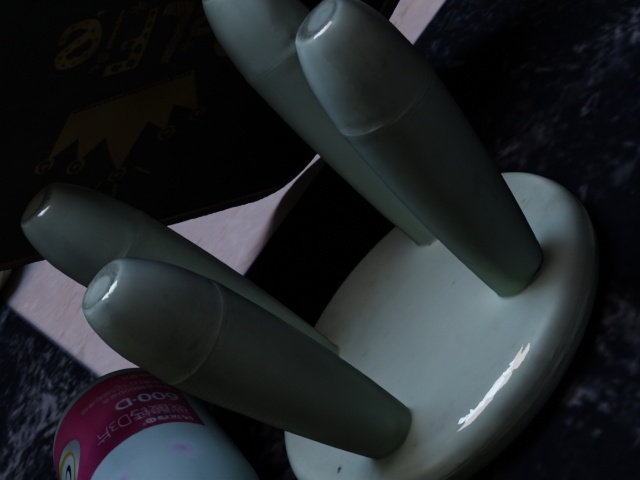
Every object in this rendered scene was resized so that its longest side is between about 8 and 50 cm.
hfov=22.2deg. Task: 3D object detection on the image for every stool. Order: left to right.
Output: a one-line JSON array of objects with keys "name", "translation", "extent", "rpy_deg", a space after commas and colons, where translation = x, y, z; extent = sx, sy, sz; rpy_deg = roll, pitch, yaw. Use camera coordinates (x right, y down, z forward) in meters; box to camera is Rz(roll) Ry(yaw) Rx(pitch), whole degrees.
[{"name": "stool", "translation": [0.000, 0.000, 0.763], "extent": [0.195, 0.199, 0.195], "rpy_deg": [-50, 27, -2]}]

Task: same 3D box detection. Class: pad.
[{"name": "pad", "translation": [-0.073, -0.078, 0.849], "extent": [0.063, 0.375, 0.315], "rpy_deg": [49, 134, 24]}]

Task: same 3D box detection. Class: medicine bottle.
[{"name": "medicine bottle", "translation": [-0.070, 0.139, 0.810], "extent": [0.090, 0.090, 0.217], "rpy_deg": [-50, 26, 0]}]

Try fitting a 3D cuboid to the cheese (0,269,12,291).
[{"name": "cheese", "translation": [-0.378, 0.026, 1.428], "extent": [0.318, 0.115, 0.326], "rpy_deg": [-35, 30, 30]}]
